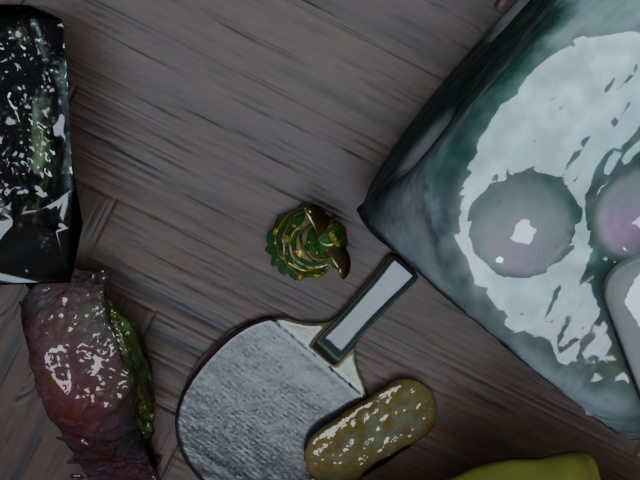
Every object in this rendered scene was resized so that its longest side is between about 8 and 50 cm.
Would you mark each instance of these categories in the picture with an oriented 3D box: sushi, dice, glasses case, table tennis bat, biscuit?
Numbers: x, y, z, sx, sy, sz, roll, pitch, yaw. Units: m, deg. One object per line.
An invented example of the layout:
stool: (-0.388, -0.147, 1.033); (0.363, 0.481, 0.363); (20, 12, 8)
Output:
sushi: (-0.335, -0.092, 1.609); (0.212, 0.215, 0.227); (-2, 103, -21)
dice: (0.254, -0.042, 1.591); (0.328, 0.330, 0.348); (40, 98, -6)
glasses case: (0.285, 0.101, 1.422); (0.074, 0.049, 0.193); (-22, 99, 4)
table tennis bat: (-0.018, 0.132, 1.768); (0.173, 0.022, 0.301); (40, 96, -7)
biscuit: (0.051, 0.192, 1.769); (0.147, 0.018, 0.071); (-32, 110, -3)
sushi: (-0.214, 0.141, 1.699); (0.108, 0.161, 0.241); (-13, 97, 0)

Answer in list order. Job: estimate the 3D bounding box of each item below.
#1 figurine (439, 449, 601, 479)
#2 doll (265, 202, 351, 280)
figurine: (0.227, 0.367, 1.699); (0.378, 0.361, 0.266); (31, 70, -42)
doll: (0.007, -0.005, 1.711); (0.077, 0.113, 0.078); (-33, 98, -32)
